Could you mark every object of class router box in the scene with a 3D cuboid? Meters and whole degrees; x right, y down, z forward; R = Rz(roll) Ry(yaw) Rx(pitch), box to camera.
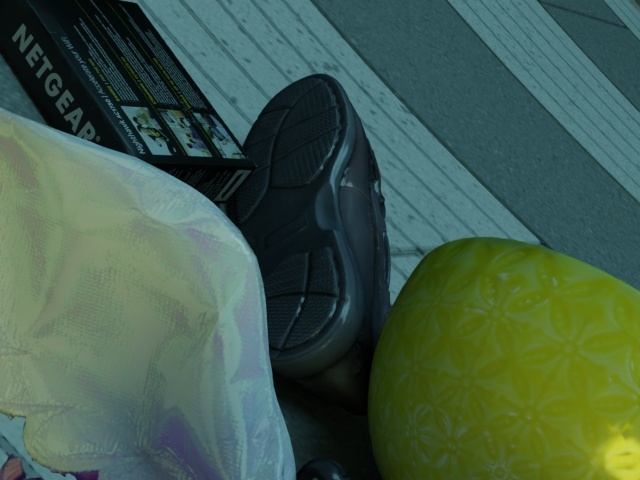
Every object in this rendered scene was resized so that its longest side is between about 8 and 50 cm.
[{"bbox_3d":[-0.144,-0.105,0.981,0.133,0.046,0.179,-1,50,-55],"label":"router box"}]

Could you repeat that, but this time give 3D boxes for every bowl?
[{"bbox_3d":[0.126,0.152,0.806,0.289,0.289,0.156,43,66,0],"label":"bowl"}]

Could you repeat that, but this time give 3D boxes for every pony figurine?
[{"bbox_3d":[-0.039,0.138,0.482,0.351,0.302,0.363,11,-19,24],"label":"pony figurine"}]

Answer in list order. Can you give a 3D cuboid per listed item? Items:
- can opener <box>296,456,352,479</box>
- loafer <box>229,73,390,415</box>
[{"bbox_3d":[0.035,0.203,0.752,0.073,0.059,0.186,8,42,-51],"label":"can opener"},{"bbox_3d":[0.000,0.000,0.992,0.095,0.109,0.302,50,24,-35],"label":"loafer"}]
